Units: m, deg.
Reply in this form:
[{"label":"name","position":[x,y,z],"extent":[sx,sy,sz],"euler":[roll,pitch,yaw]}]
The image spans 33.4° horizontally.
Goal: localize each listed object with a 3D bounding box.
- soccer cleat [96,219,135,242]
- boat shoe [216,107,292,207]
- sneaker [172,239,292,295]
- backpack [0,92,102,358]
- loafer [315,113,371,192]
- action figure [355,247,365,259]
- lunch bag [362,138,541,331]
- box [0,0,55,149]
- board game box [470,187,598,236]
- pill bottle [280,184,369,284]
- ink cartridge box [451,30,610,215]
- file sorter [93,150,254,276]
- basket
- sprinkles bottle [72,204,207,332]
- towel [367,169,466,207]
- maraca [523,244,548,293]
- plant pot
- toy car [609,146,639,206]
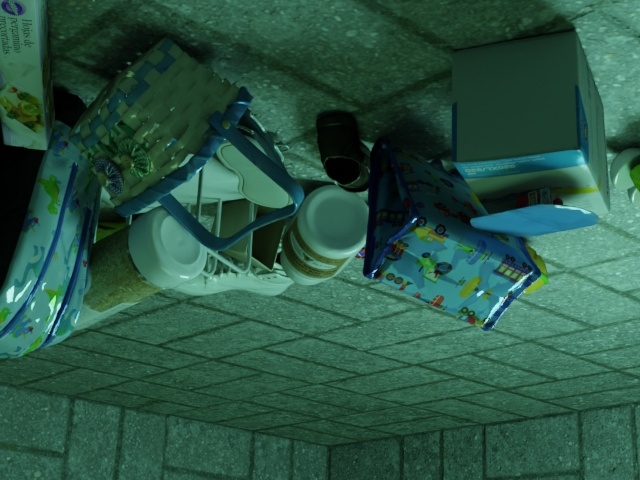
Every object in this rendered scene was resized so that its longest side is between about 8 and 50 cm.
[{"label":"soccer cleat","position":[-0.398,0.007,2.005],"extent":[0.289,0.093,0.121],"euler":[-9,-179,12]},{"label":"boat shoe","position":[-0.100,-0.126,1.667],"extent":[0.095,0.079,0.254],"euler":[-3,157,19]},{"label":"sneaker","position":[-0.161,0.041,2.102],"extent":[0.292,0.108,0.169],"euler":[3,160,-30]},{"label":"backpack","position":[-0.466,-0.006,1.573],"extent":[0.290,0.356,0.273],"euler":[-9,140,22]},{"label":"loafer","position":[0.033,-0.118,1.671],"extent":[0.080,0.078,0.220],"euler":[-3,159,15]},{"label":"action figure","position":[0.059,0.020,2.115],"extent":[0.038,0.030,0.115],"euler":[-20,153,35]},{"label":"lunch bag","position":[0.184,-0.040,1.615],"extent":[0.221,0.293,0.138],"euler":[25,124,-19]},{"label":"box","position":[-0.382,-0.231,1.367],"extent":[0.063,0.067,0.324],"euler":[7,149,-8]},{"label":"board game box","position":[0.288,-0.040,1.433],"extent":[0.133,0.033,0.168],"euler":[14,162,-41]},{"label":"pill bottle","position":[0.000,0.000,1.917],"extent":[0.131,0.131,0.229],"euler":[7,159,-13]},{"label":"ink cartridge box","position":[0.289,-0.142,1.448],"extent":[0.168,0.171,0.232],"euler":[-6,157,22]},{"label":"file sorter","position":[-0.272,-0.033,1.802],"extent":[0.277,0.173,0.193],"euler":[-6,157,23]},{"label":"basket","position":[-0.186,-0.111,1.470],"extent":[0.289,0.201,0.254],"euler":[40,145,-17]},{"label":"sprinkles bottle","position":[-0.339,0.061,1.675],"extent":[0.355,0.121,0.121],"euler":[-25,148,34]},{"label":"towel","position":[0.215,-0.049,1.905],"extent":[0.209,0.034,0.285],"euler":[17,155,-37]},{"label":"maraca","position":[0.358,0.048,2.068],"extent":[0.185,0.099,0.127],"euler":[18,166,44]},{"label":"plant pot","position":[-0.139,-0.015,1.943],"extent":[0.096,0.109,0.109],"euler":[6,163,26]},{"label":"toy car","position":[0.551,-0.085,1.652],"extent":[0.136,0.159,0.182],"euler":[-44,142,14]}]
